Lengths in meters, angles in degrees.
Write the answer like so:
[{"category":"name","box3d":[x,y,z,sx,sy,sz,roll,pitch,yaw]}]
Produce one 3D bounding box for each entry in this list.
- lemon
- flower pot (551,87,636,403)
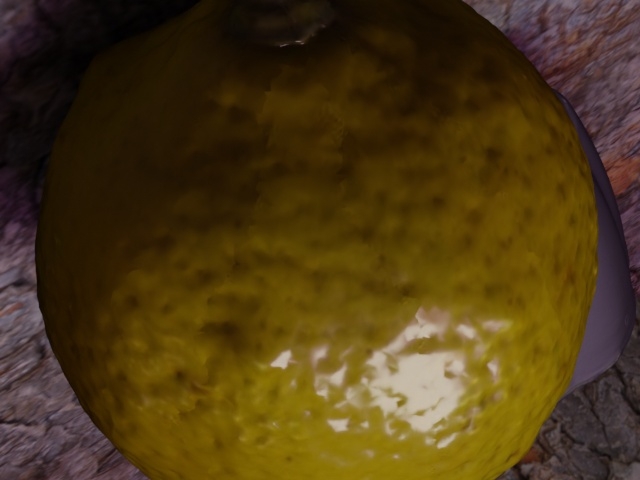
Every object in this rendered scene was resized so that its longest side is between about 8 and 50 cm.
[{"category":"lemon","box3d":[0.000,0.000,0.898,0.350,0.350,0.387,-26,139,-24]},{"category":"flower pot","box3d":[0.139,-0.006,1.255,0.265,0.265,0.243,-33,149,-6]}]
